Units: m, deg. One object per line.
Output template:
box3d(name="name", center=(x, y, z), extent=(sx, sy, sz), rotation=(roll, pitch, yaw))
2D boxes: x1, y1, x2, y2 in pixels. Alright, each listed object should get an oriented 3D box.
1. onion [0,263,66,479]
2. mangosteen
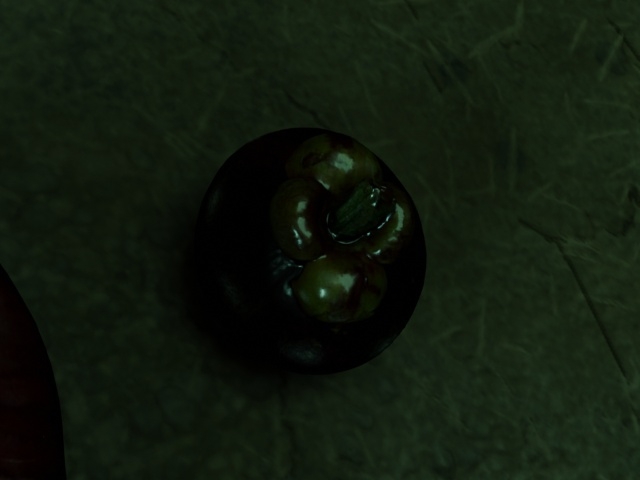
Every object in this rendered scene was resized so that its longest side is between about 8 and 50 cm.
box3d(name="onion", center=(-0.184, 0.098, 0.679), extent=(0.285, 0.273, 0.273), rotation=(10, 58, -50))
box3d(name="mangosteen", center=(0.000, 0.000, 0.904), extent=(0.140, 0.140, 0.140), rotation=(14, 59, -24))
